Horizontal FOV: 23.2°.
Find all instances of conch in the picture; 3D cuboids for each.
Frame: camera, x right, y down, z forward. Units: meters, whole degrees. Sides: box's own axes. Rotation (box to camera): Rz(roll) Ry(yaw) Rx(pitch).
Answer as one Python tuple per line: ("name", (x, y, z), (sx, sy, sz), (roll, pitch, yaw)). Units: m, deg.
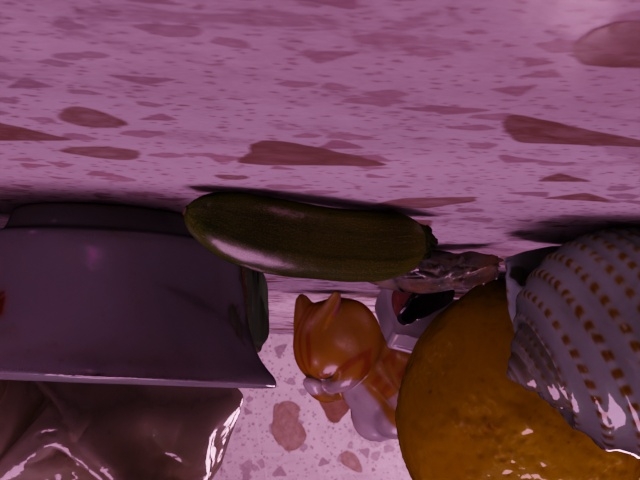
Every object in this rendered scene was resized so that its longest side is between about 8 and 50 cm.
("conch", (0.325, 0.094, 1.487), (0.319, 0.215, 0.303), (4, -176, -11))

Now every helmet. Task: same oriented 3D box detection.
("helmet", (0.127, 0.068, 2.026), (0.084, 0.049, 0.065), (-23, 145, -13))

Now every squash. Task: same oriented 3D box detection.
("squash", (0.000, 0.000, 1.338), (0.258, 0.069, 0.069), (6, 173, -32))

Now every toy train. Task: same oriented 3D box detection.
("toy train", (-0.145, 0.084, 1.930), (0.159, 0.129, 0.326), (-4, 173, 0))

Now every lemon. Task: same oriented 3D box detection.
("lemon", (0.279, 0.215, 2.045), (0.349, 0.387, 0.350), (21, -151, -12))

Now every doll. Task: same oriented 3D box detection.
("doll", (0.070, 0.201, 2.429), (0.269, 0.162, 0.166), (38, 149, -22))

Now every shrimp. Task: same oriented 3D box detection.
("shrimp", (0.096, 0.025, 1.672), (0.223, 0.048, 0.126), (-2, 163, 45))

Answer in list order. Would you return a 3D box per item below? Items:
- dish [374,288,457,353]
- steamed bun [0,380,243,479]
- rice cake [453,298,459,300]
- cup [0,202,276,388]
("dish", (0.189, 0.136, 2.248), (0.234, 0.064, 0.154), (14, 162, 0))
("steamed bun", (-0.285, 0.258, 1.839), (0.367, 0.255, 0.342), (6, -179, -26))
("rice cake", (0.248, 0.121, 2.383), (0.064, 0.070, 0.399), (19, 165, -39))
("cup", (-0.210, 0.055, 1.479), (0.347, 0.163, 0.347), (3, 174, 0))
